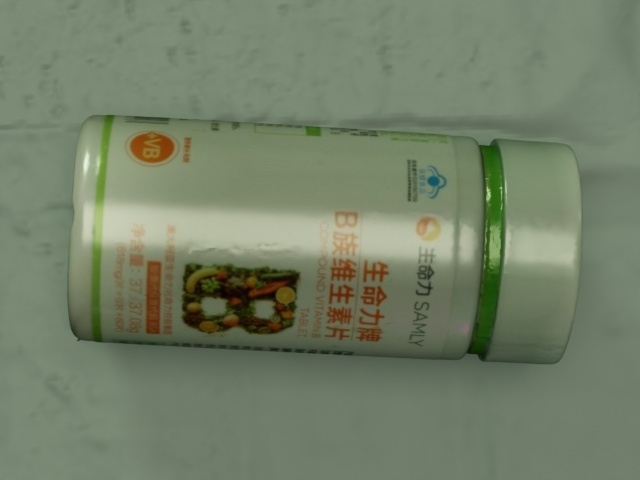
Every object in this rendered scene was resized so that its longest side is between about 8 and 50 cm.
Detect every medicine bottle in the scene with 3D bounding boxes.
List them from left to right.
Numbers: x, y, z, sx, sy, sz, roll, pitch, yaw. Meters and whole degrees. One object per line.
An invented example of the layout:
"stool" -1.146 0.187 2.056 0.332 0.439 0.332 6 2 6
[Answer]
"medicine bottle" 0.000 0.000 0.695 0.183 0.086 0.086 3 88 -3
